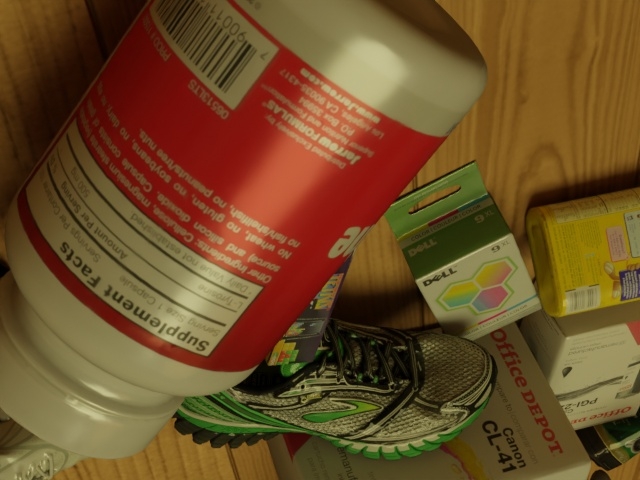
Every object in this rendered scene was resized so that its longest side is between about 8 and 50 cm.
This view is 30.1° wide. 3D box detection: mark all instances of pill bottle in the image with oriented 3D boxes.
[{"bbox_3d":[-0.085,-0.037,0.881,0.229,0.229,0.407,21,117,-41],"label":"pill bottle"}]

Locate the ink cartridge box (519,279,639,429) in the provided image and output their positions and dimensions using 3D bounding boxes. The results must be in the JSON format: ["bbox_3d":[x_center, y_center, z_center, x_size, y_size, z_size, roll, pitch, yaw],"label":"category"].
[{"bbox_3d":[0.319,0.133,1.423,0.159,0.092,0.218,-11,142,-14],"label":"ink cartridge box"}]

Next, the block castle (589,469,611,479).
[{"bbox_3d":[0.209,0.384,1.485,0.453,0.212,0.303,-1,165,-5],"label":"block castle"}]

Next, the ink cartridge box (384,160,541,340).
[{"bbox_3d":[0.150,0.021,1.233,0.109,0.062,0.209,-26,141,5],"label":"ink cartridge box"}]

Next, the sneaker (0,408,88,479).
[{"bbox_3d":[-0.329,0.228,1.198,0.292,0.118,0.110,-10,138,-18],"label":"sneaker"}]

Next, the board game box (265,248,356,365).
[{"bbox_3d":[-0.026,0.005,1.066,0.048,0.141,0.170,-3,138,-23],"label":"board game box"}]

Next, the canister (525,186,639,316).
[{"bbox_3d":[0.312,0.007,1.251,0.170,0.126,0.073,-11,-179,-10],"label":"canister"}]

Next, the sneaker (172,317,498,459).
[{"bbox_3d":[0.016,0.139,1.202,0.344,0.134,0.146,-1,147,-10],"label":"sneaker"}]

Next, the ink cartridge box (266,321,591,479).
[{"bbox_3d":[0.107,0.226,1.320,0.306,0.226,0.131,-14,142,-13],"label":"ink cartridge box"}]

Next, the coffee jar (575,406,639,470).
[{"bbox_3d":[0.431,0.236,1.605,0.184,0.079,0.096,-34,143,12],"label":"coffee jar"}]

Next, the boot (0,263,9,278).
[{"bbox_3d":[-0.417,0.090,0.981,0.284,0.138,0.377,-32,147,8],"label":"boot"}]
